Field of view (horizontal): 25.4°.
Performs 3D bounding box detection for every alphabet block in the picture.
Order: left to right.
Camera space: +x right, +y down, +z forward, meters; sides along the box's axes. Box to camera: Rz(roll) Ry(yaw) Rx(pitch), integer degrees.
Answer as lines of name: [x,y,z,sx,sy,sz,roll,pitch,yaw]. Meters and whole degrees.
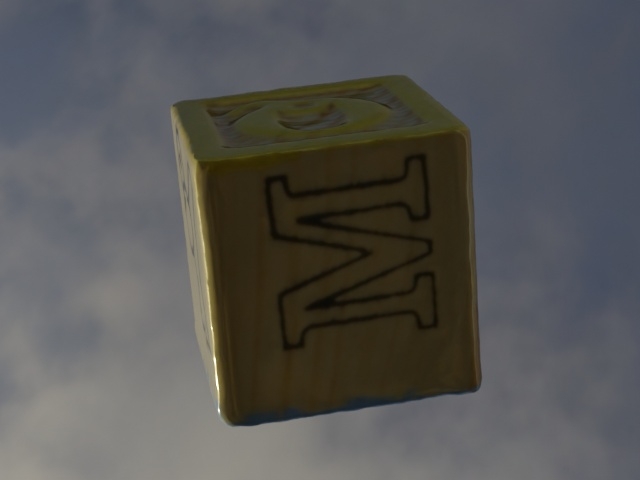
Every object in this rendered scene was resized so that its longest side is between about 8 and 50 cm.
alphabet block: [0.000,0.000,1.044,0.194,0.192,0.197,-8,-70,-10]
